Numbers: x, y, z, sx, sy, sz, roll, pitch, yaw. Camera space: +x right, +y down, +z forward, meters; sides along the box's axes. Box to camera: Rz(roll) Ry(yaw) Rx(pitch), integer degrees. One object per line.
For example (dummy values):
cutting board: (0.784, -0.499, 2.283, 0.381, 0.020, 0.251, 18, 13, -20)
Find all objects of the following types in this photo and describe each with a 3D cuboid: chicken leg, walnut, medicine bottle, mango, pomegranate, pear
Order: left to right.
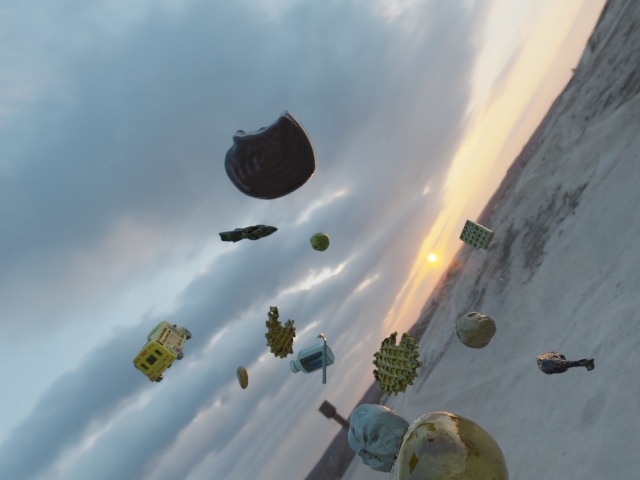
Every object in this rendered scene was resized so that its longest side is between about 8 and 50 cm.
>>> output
mango: (-0.386, 0.679, 2.002, 0.057, 0.114, 0.079, -5, -37, -21)
medicine bottle: (-0.050, 0.613, 2.076, 0.228, 0.121, 0.083, -27, 14, 20)
pear: (0.000, 0.000, 1.799, 0.092, 0.092, 0.097, 105, 179, -46)
pomegranate: (0.426, 0.787, 1.322, 0.417, 0.416, 0.417, -49, -18, -23)
walnut: (0.645, 0.374, 1.684, 0.166, 0.149, 0.166, -11, -16, -3)
chicken leg: (0.736, 0.377, 1.242, 0.105, 0.051, 0.253, -17, -12, 0)

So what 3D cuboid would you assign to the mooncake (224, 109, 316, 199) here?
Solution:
mooncake: (-0.173, -0.308, 1.472, 0.174, 0.325, 0.334, -77, 1, -71)

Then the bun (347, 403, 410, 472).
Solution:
bun: (0.263, 0.893, 1.782, 0.194, 0.354, 0.355, -38, -25, -42)

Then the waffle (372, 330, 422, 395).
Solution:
waffle: (0.281, 0.458, 1.520, 0.051, 0.229, 0.232, 24, -66, -29)

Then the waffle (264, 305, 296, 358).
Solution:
waffle: (-0.215, 0.522, 2.247, 0.293, 0.069, 0.260, 47, -142, -51)

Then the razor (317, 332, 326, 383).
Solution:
razor: (0.014, 0.502, 1.723, 0.084, 0.035, 0.211, 48, -144, -80)

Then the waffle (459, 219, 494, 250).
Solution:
waffle: (0.579, -0.016, 1.506, 0.021, 0.135, 0.092, 8, -68, -27)

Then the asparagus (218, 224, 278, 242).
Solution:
asparagus: (-0.344, -0.034, 1.944, 0.287, 0.080, 0.080, -11, -36, -18)

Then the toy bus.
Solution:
toy bus: (-0.641, 0.434, 1.651, 0.144, 0.152, 0.330, -46, 12, -3)
